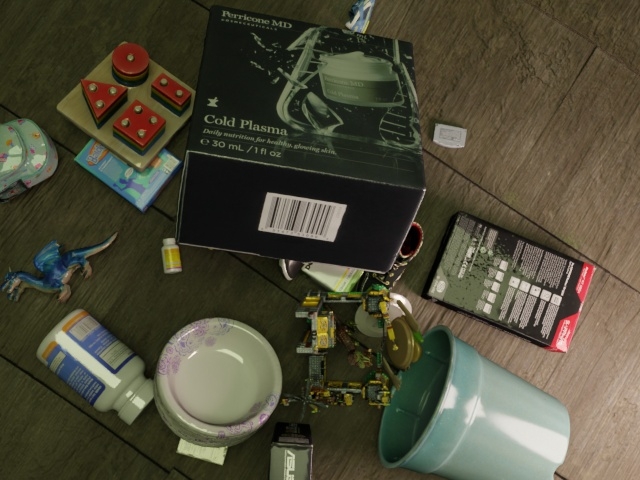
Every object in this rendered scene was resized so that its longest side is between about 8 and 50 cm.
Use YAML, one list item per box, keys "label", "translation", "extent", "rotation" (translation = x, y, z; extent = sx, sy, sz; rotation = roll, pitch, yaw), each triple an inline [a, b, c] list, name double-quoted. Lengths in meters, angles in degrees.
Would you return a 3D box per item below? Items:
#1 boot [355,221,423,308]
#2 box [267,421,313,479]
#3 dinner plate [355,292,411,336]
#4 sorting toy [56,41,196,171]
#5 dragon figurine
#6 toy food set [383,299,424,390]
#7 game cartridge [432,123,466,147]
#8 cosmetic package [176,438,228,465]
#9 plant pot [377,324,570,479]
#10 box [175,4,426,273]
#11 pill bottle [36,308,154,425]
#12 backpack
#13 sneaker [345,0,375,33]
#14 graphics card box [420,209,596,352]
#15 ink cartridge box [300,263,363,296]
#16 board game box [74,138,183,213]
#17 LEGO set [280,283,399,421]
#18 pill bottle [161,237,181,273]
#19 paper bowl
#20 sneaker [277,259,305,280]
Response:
- label: "boot"
  translation: [0.162, 0.062, 1.862]
  extent: [0.085, 0.178, 0.236]
  rotation: [31, 81, 1]
- label: "box"
  translation: [-0.070, 0.570, 1.670]
  extent: [0.097, 0.395, 0.318]
  rotation: [5, 82, -2]
- label: "dinner plate"
  translation: [0.153, 0.185, 1.882]
  extent: [0.141, 0.017, 0.141]
  rotation: [-5, 127, -7]
- label: "sorting toy"
  translation: [-0.455, -0.344, 1.883]
  extent: [0.255, 0.089, 0.257]
  rotation: [36, 65, 1]
- label: "dragon figurine"
  translation: [-0.626, 0.051, 1.855]
  extent: [0.144, 0.085, 0.289]
  rotation: [41, 83, 1]
- label: "toy food set"
  translation: [0.199, 0.245, 1.843]
  extent: [0.038, 0.132, 0.192]
  rotation: [0, 122, -24]
- label: "game cartridge"
  translation: [0.331, -0.267, 2.002]
  extent: [0.083, 0.017, 0.056]
  rotation: [11, 78, -3]
- label: "cosmetic package"
  translation: [-0.277, 0.487, 1.844]
  extent: [0.115, 0.041, 0.060]
  rotation: [18, 81, -2]
- label: "plant pot"
  translation: [0.356, 0.413, 1.773]
  extent: [0.334, 0.341, 0.341]
  rotation: [24, 81, -9]
- label: "box"
  translation: [-0.046, -0.225, 1.717]
  extent: [0.479, 0.297, 0.472]
  rotation: [8, 49, -9]
- label: "pill bottle"
  translation: [-0.504, 0.297, 1.798]
  extent: [0.272, 0.152, 0.152]
  rotation: [41, 82, 1]
- label: "backpack"
  translation: [-0.732, -0.202, 1.854]
  extent: [0.188, 0.144, 0.166]
  rotation: [-25, 79, -10]
- label: "sneaker"
  translation: [0.108, -0.603, 2.012]
  extent: [0.059, 0.053, 0.144]
  rotation: [18, 80, 1]
- label: "graphics card box"
  translation: [0.460, 0.103, 1.923]
  extent: [0.370, 0.094, 0.233]
  rotation: [22, 82, -2]
- label: "ink cartridge box"
  translation: [0.000, 0.000, 1.902]
  extent: [0.255, 0.097, 0.189]
  rotation: [33, 82, 0]
- label: "board game box"
  translation: [-0.470, -0.192, 1.917]
  extent: [0.210, 0.047, 0.160]
  rotation: [37, 81, 1]
- label: "LEGO set"
  translation: [0.052, 0.257, 1.769]
  extent: [0.254, 0.192, 0.332]
  rotation: [9, 103, 6]
- label: "pill bottle"
  translation: [-0.364, 0.038, 1.896]
  extent: [0.043, 0.043, 0.083]
  rotation: [-8, 84, -5]
- label: "paper bowl"
  translation: [-0.239, 0.333, 1.784]
  extent: [0.284, 0.148, 0.284]
  rotation: [9, 55, -13]
- label: "sneaker"
  translation: [-0.017, -0.010, 1.816]
  extent: [0.097, 0.084, 0.235]
  rotation: [18, 75, 31]
